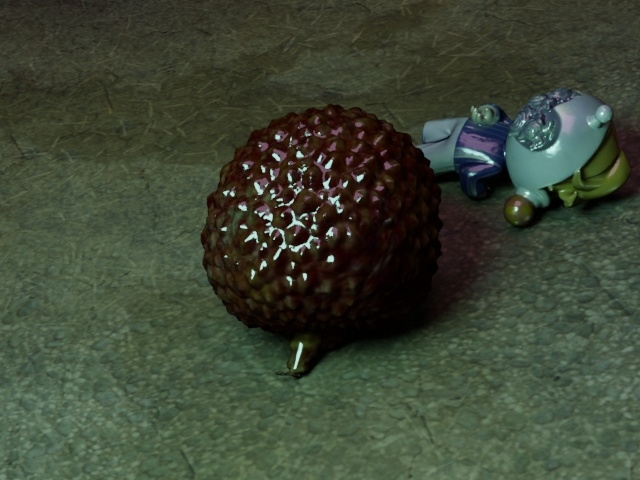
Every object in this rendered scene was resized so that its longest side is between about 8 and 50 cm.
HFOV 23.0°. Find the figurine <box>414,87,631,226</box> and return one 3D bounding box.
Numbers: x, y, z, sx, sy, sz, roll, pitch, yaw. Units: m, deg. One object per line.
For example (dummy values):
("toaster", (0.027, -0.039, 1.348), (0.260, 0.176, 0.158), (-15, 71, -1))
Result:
("figurine", (0.241, -0.120, 1.900), (0.194, 0.133, 0.274), (-43, 39, -17))

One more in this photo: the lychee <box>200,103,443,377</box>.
("lychee", (0.000, 0.000, 1.702), (0.264, 0.300, 0.264), (11, 1, 0))
